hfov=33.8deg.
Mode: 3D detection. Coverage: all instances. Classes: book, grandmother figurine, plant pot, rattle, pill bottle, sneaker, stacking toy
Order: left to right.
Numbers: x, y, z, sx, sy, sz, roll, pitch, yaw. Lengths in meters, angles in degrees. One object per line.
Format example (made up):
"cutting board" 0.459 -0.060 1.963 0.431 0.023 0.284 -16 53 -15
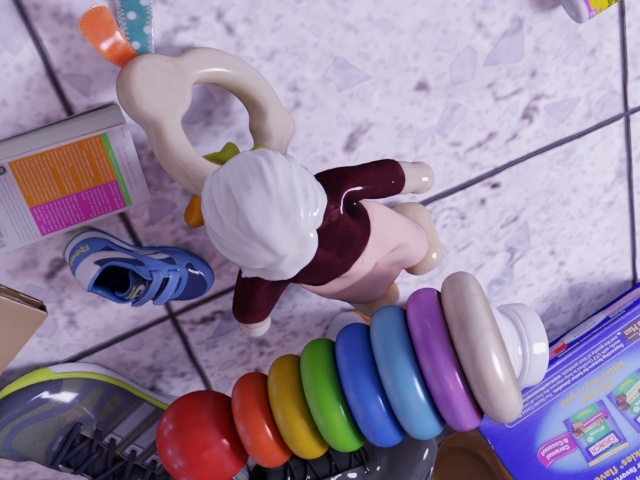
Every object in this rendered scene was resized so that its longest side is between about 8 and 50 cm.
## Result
"book" -0.219 -0.047 0.867 0.144 0.035 0.096 -20 135 -10
"sneaker" -0.185 0.205 1.019 0.300 0.121 0.111 16 117 -34
"sneaker" -0.158 0.035 0.940 0.144 0.059 0.053 12 117 -33
"rattle" -0.130 -0.106 0.863 0.200 0.143 0.130 31 77 -23
"sneaker" -0.001 0.278 1.181 0.286 0.109 0.130 -31 126 -3
"grandmother figurine" 0.000 0.000 0.872 0.208 0.104 0.342 -53 158 4
"stacking toy" 0.007 0.146 0.955 0.330 0.141 0.141 -21 133 10
"pill bottle" 0.123 0.122 1.100 0.216 0.121 0.121 -6 128 -22
"plant pot" 0.185 0.343 1.260 0.032 0.236 0.236 -18 144 39
"pill bottle" 0.255 -0.231 0.935 0.083 0.043 0.043 -32 133 2

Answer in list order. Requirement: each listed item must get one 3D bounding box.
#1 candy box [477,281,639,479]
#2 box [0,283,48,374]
"candy box" 0.365 0.248 1.200 0.268 0.122 0.317 -35 90 5
"box" -0.364 0.103 0.923 0.164 0.021 0.201 28 111 -38
